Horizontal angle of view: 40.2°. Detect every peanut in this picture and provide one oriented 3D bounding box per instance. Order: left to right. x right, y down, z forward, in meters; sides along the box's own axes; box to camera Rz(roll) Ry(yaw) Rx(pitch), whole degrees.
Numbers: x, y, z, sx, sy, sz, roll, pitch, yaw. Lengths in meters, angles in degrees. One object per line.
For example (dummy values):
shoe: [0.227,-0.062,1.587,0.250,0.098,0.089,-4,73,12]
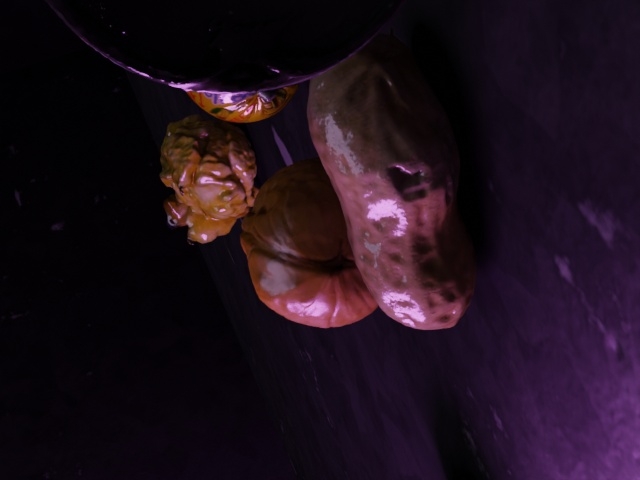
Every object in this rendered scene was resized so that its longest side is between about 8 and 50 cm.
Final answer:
peanut: [0.049,-0.032,0.577,0.099,0.099,0.214,-133,28,-62]

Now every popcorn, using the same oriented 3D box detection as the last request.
popcorn: [-0.161,-0.088,1.324,0.168,0.173,0.195,23,131,36]

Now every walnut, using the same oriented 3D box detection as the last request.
walnut: [0.000,0.000,0.752,0.180,0.144,0.144,-171,61,-80]

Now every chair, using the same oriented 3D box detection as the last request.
chair: [-0.101,-0.250,0.570,0.401,0.226,0.227,-131,23,-60]

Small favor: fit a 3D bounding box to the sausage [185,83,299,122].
sausage: [-0.116,-0.234,0.897,0.123,0.123,0.347,82,163,-45]
